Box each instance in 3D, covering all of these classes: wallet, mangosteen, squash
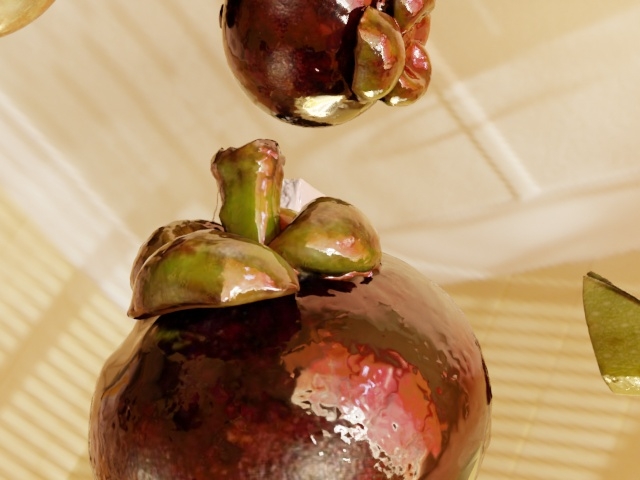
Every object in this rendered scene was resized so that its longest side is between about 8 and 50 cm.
[{"bbox_3d":[0.000,0.000,1.481,0.033,0.095,0.190,-3,-15,23],"label":"wallet"},{"bbox_3d":[0.007,-0.200,1.310,0.210,0.210,0.210,19,-36,14],"label":"mangosteen"},{"bbox_3d":[-0.023,0.121,1.082,0.330,0.330,0.330,19,-36,14],"label":"mangosteen"},{"bbox_3d":[0.371,0.142,1.624,0.184,0.085,0.192,32,-12,46],"label":"squash"}]

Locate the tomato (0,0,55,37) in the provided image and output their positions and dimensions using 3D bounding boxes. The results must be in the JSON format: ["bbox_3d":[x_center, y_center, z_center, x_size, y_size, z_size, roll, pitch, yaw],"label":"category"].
[{"bbox_3d":[-0.368,-0.341,1.438,0.270,0.270,0.222,34,-32,-7],"label":"tomato"}]

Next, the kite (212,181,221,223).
[{"bbox_3d":[-0.133,0.036,1.712,0.015,0.245,0.141,6,-19,14],"label":"kite"}]
